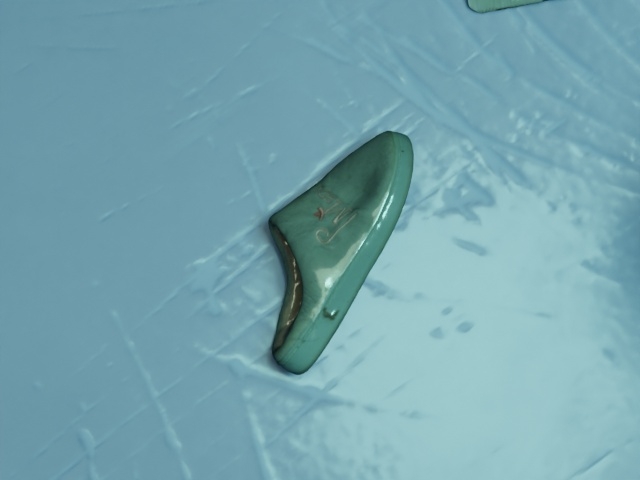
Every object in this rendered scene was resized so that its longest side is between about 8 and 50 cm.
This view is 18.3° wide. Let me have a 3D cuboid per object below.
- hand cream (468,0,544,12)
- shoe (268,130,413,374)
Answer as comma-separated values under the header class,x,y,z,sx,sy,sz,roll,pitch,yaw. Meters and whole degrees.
class,x,y,z,sx,sy,sz,roll,pitch,yaw
hand cream,0.146,-0.351,1.519,0.124,0.078,0.341,-10,92,-5
shoe,0.000,0.000,1.454,0.078,0.079,0.195,24,88,-14
